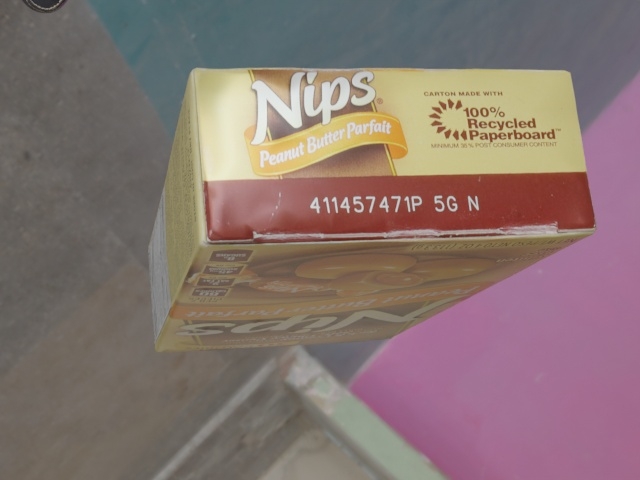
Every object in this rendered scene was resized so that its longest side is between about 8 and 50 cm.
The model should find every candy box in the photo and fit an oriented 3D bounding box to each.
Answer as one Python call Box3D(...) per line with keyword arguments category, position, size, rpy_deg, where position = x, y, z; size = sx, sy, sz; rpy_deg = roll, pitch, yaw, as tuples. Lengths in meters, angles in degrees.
Box3D(category="candy box", position=(0.000, 0.000, 0.559), size=(0.183, 0.087, 0.316), rpy_deg=(-1, 165, -14))

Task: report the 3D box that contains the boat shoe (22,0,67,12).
Box3D(category="boat shoe", position=(-0.232, -0.285, 0.832), size=(0.075, 0.065, 0.206), rpy_deg=(6, 129, -27))
